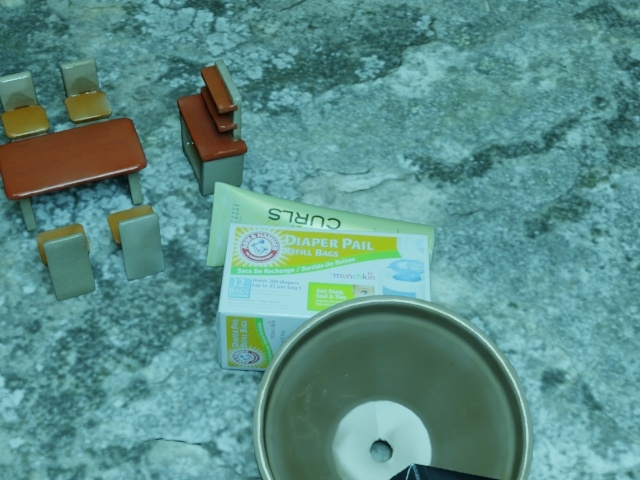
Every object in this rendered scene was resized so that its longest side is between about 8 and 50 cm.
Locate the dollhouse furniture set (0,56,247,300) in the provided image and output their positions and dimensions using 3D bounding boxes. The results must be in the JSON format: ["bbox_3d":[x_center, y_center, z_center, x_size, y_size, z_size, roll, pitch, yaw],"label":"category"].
[{"bbox_3d":[-0.219,-0.102,1.076,0.259,0.135,0.262,-16,54,-16],"label":"dollhouse furniture set"}]

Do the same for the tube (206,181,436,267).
[{"bbox_3d":[0.000,0.000,1.054,0.240,0.062,0.070,9,58,1],"label":"tube"}]

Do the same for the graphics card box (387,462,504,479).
[{"bbox_3d":[0.191,0.299,0.689,0.371,0.094,0.232,20,41,-39],"label":"graphics card box"}]

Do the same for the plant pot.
[{"bbox_3d":[0.059,0.175,0.873,0.237,0.110,0.237,1,67,-3],"label":"plant pot"}]

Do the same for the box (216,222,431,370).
[{"bbox_3d":[0.003,0.061,0.980,0.203,0.103,0.114,3,51,-2],"label":"box"}]
